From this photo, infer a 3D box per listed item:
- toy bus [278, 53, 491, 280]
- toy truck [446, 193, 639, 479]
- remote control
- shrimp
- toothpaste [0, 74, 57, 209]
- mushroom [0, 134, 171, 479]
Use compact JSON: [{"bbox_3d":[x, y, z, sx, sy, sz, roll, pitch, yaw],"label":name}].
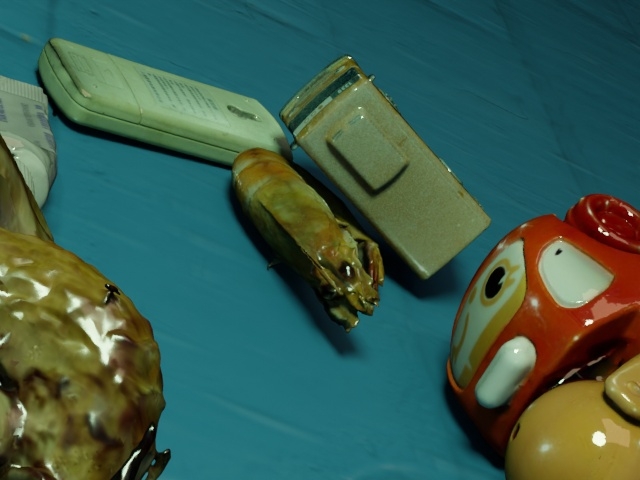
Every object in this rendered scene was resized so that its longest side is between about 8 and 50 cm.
[{"bbox_3d":[0.054,-0.061,1.402,0.182,0.091,0.103,48,6,-16],"label":"toy bus"},{"bbox_3d":[0.187,0.108,1.224,0.265,0.189,0.239,45,35,24],"label":"toy truck"},{"bbox_3d":[-0.130,-0.112,1.411,0.233,0.038,0.098,13,32,-40],"label":"remote control"},{"bbox_3d":[0.000,0.000,1.336,0.150,0.068,0.249,28,19,-25],"label":"shrimp"},{"bbox_3d":[-0.235,-0.072,1.191,0.099,0.068,0.282,52,6,-30],"label":"toothpaste"},{"bbox_3d":[-0.202,0.048,0.827,0.283,0.195,0.263,50,-8,25],"label":"mushroom"}]
